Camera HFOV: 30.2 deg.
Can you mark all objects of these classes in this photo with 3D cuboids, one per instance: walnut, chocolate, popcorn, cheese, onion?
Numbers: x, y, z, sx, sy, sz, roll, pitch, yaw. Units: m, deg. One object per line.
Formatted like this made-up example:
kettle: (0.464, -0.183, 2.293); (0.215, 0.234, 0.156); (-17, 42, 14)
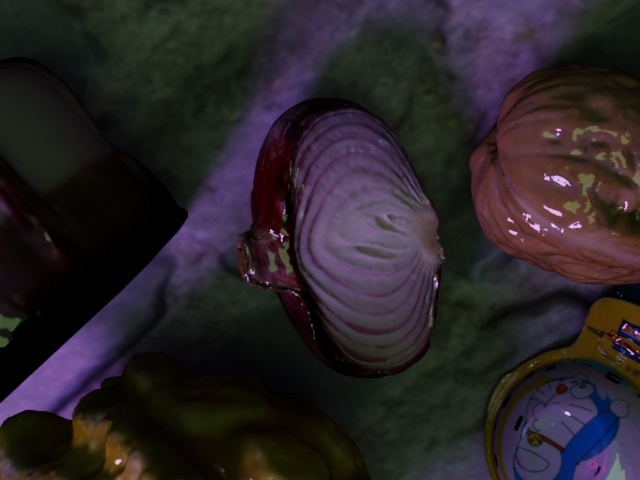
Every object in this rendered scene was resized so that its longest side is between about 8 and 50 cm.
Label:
walnut: (0.199, -0.041, 0.822); (0.184, 0.155, 0.155); (13, 108, -8)
chocolate: (-0.243, 0.001, 0.786); (0.283, 0.283, 0.186); (-43, 89, 12)
popcorn: (-0.108, 0.239, 0.819); (0.325, 0.321, 0.290); (-32, 105, -11)
cheese: (0.213, 0.125, 0.909); (0.156, 0.064, 0.250); (29, 95, 27)
onion: (0.000, 0.000, 0.852); (0.151, 0.098, 0.206); (-13, 103, -23)
